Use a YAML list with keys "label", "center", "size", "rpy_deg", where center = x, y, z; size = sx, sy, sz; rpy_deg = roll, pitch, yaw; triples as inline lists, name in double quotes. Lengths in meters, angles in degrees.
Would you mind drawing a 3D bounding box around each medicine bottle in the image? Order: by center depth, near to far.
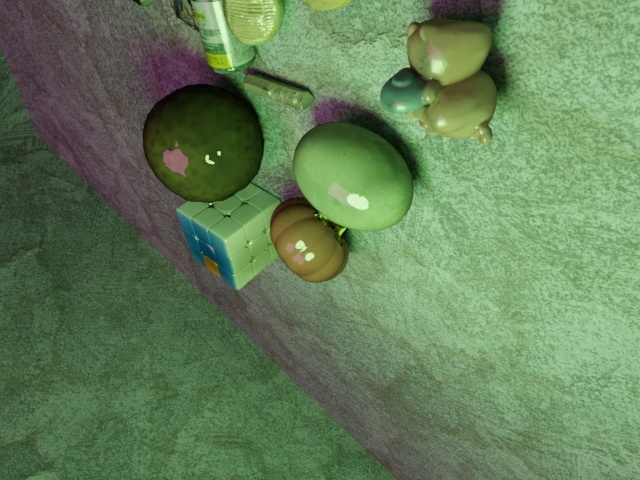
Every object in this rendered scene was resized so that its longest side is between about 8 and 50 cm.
- label: "medicine bottle"
  center: [-0.274, -0.622, 1.476]
  size: [0.141, 0.141, 0.293]
  rpy_deg: [28, 144, 33]

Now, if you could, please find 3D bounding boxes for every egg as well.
- label: "egg"
  center: [0.083, -0.168, 1.415]
  size: [0.352, 0.258, 0.258]
  rpy_deg: [39, 150, 16]

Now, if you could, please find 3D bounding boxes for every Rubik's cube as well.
- label: "Rubik's cube"
  center: [-0.339, -0.040, 2.102]
  size: [0.290, 0.291, 0.291]
  rpy_deg: [30, 147, 29]

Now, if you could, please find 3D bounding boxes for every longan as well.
- label: "longan"
  center: [-0.376, -0.313, 1.758]
  size: [0.391, 0.391, 0.391]
  rpy_deg: [34, 148, 25]

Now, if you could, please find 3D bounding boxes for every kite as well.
- label: "kite"
  center: [-0.435, -0.761, 1.576]
  size: [0.406, 0.014, 0.368]
  rpy_deg: [63, 164, 2]

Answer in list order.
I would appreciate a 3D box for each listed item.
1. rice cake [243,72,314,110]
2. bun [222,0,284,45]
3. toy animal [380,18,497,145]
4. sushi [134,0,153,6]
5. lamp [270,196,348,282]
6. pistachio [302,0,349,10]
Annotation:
- label: "rice cake"
  center: [-0.130, -0.440, 1.580]
  size: [0.256, 0.057, 0.052]
  rpy_deg: [29, 171, 34]
- label: "bun"
  center: [-0.171, -0.597, 1.375]
  size: [0.164, 0.111, 0.188]
  rpy_deg: [2, 134, 8]
- label: "toy animal"
  center: [0.253, -0.330, 1.078]
  size: [0.221, 0.230, 0.210]
  rpy_deg: [-65, 28, 17]
- label: "sushi"
  center: [-0.568, -0.821, 1.694]
  size: [0.078, 0.090, 0.150]
  rpy_deg: [36, 147, 15]
- label: "lamp"
  center: [-0.022, -0.013, 1.757]
  size: [0.305, 0.240, 0.305]
  rpy_deg: [48, -163, -19]
- label: "pistachio"
  center: [0.014, -0.575, 1.160]
  size: [0.145, 0.117, 0.200]
  rpy_deg: [59, 151, 7]
